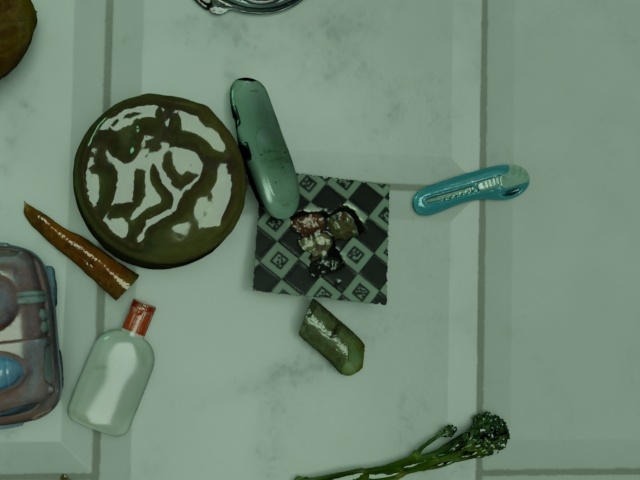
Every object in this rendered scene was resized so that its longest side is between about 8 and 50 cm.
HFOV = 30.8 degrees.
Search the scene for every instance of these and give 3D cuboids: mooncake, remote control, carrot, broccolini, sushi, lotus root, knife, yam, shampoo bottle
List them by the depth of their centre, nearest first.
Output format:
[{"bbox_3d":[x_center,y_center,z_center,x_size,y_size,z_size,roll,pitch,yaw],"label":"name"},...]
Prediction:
[{"bbox_3d":[-0.555,-0.346,1.850,0.199,0.188,0.180,29,44,26],"label":"lotus root"},{"bbox_3d":[-0.260,-0.094,1.888,0.284,0.155,0.285,0,88,-10],"label":"mooncake"},{"bbox_3d":[-0.404,0.014,1.907,0.224,0.057,0.057,37,81,-4],"label":"carrot"},{"bbox_3d":[-0.330,0.205,1.909,0.108,0.051,0.221,22,83,-7],"label":"shampoo bottle"},{"bbox_3d":[-0.093,-0.159,1.955,0.097,0.045,0.256,-9,75,-42],"label":"remote control"},{"bbox_3d":[0.021,0.168,1.974,0.146,0.070,0.070,42,80,-5],"label":"yam"},{"bbox_3d":[0.000,0.000,1.987,0.231,0.047,0.220,7,71,-11],"label":"sushi"},{"bbox_3d":[0.139,0.366,1.998,0.391,0.074,0.079,-9,130,-11],"label":"broccolini"},{"bbox_3d":[0.268,-0.089,2.057,0.221,0.031,0.064,-15,94,-12],"label":"knife"}]

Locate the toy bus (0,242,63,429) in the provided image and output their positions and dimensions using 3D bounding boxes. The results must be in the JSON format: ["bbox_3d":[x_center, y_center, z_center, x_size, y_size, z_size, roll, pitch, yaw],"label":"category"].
[{"bbox_3d":[-0.502,0.148,1.785,0.197,0.232,0.294,-4,87,-12],"label":"toy bus"}]

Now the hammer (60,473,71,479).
[{"bbox_3d":[-0.373,0.417,1.910,0.123,0.014,0.029,30,73,-6],"label":"hammer"}]

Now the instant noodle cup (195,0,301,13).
[{"bbox_3d":[-0.096,-0.523,1.928,0.258,0.181,0.303,30,81,-7],"label":"instant noodle cup"}]
